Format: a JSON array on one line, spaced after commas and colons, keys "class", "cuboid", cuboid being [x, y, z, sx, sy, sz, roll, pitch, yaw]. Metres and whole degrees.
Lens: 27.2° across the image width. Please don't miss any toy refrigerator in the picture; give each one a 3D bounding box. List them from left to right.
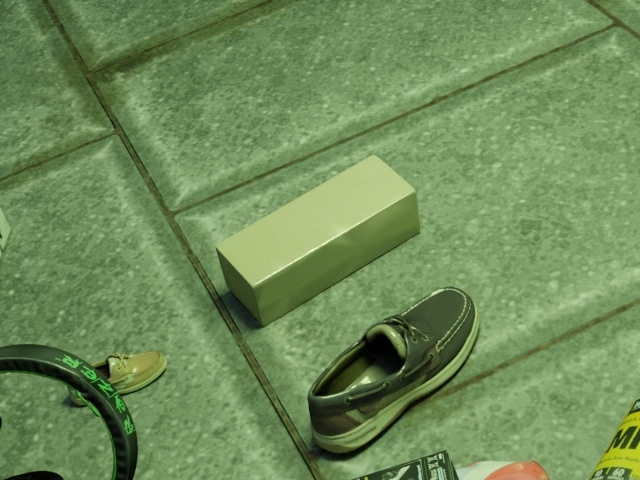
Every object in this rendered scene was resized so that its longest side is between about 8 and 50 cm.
[{"class": "toy refrigerator", "cuboid": [0.000, 0.000, 1.833, 0.269, 0.094, 0.102, -31, 49, -18]}]

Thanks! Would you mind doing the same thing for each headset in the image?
[{"class": "headset", "cuboid": [-0.392, 0.294, 1.507, 0.394, 0.243, 0.185, -40, 8, 14]}]

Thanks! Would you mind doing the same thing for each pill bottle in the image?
[{"class": "pill bottle", "cuboid": [0.368, 0.235, 1.415, 0.119, 0.119, 0.208, 15, 48, 31]}]

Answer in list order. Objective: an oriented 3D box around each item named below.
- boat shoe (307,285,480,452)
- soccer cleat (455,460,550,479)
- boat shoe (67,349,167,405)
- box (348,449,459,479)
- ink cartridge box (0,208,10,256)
[{"class": "boat shoe", "cuboid": [0.092, 0.142, 1.631, 0.285, 0.092, 0.102, -39, 45, -26]}, {"class": "soccer cleat", "cuboid": [0.134, 0.290, 1.471, 0.248, 0.083, 0.095, -11, 7, 14]}, {"class": "boat shoe", "cuboid": [-0.270, 0.174, 1.746, 0.135, 0.045, 0.050, -23, 40, -9]}, {"class": "box", "cuboid": [0.038, 0.351, 1.278, 0.242, 0.077, 0.307, -19, 25, 7]}, {"class": "ink cartridge box", "cuboid": [-0.540, 0.012, 2.015, 0.099, 0.056, 0.135, -8, 40, 10]}]
